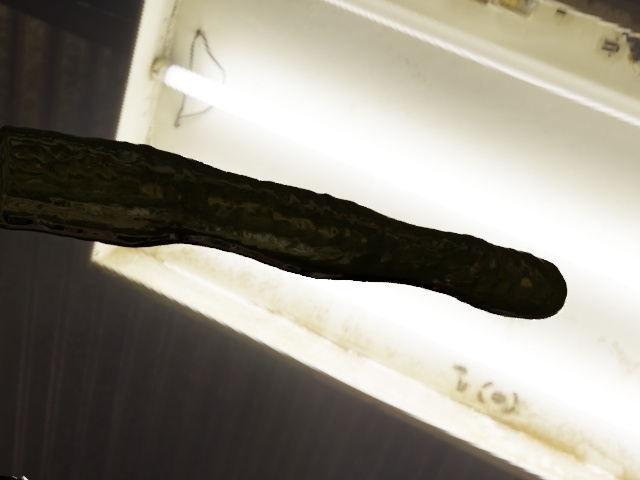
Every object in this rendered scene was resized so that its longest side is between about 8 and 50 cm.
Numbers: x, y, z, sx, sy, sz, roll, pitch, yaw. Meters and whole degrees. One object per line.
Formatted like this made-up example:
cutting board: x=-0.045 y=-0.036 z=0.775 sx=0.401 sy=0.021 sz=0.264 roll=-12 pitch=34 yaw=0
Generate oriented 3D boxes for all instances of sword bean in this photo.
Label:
sword bean: x=0.001 y=0.000 z=0.373 sx=0.269 sy=0.038 sz=0.043 roll=13 pitch=-21 yaw=-27

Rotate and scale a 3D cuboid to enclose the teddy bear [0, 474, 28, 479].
teddy bear: x=-0.343 y=0.217 z=0.694 sx=0.357 sy=0.224 sz=0.367 roll=-10 pitch=-60 yaw=20
